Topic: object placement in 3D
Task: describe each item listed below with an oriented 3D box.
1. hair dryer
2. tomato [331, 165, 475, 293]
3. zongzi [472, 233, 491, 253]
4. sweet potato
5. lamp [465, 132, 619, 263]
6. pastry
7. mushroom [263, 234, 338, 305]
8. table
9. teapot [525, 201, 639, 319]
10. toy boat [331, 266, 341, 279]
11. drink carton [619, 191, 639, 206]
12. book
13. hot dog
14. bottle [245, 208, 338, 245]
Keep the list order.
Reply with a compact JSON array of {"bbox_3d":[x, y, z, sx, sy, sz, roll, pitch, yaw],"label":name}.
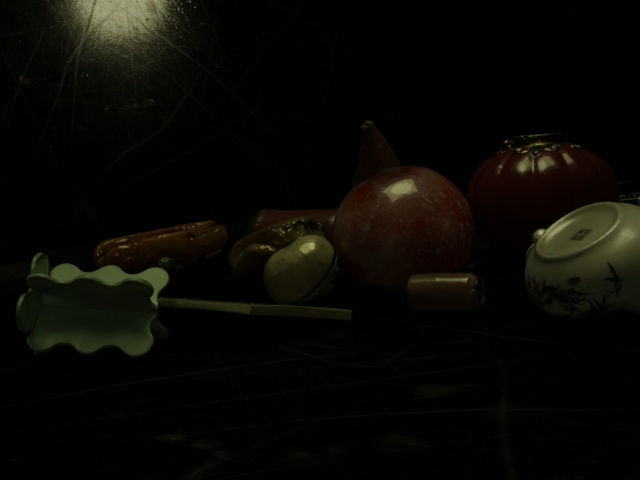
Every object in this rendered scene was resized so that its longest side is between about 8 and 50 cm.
[{"bbox_3d":[0.225,0.080,1.526,0.117,0.064,0.181,-2,2,27],"label":"hair dryer"},{"bbox_3d":[0.153,-0.024,1.740,0.270,0.227,0.270,-14,10,3],"label":"tomato"},{"bbox_3d":[0.314,-0.019,2.183,0.228,0.115,0.256,-1,-3,15],"label":"zongzi"},{"bbox_3d":[0.119,-0.090,1.919,0.131,0.337,0.131,-12,22,5],"label":"sweet potato"},{"bbox_3d":[0.444,-0.085,1.883,0.303,0.257,0.303,-5,4,0],"label":"lamp"},{"bbox_3d":[-0.081,0.018,1.947,0.229,0.100,0.218,-9,-14,-34],"label":"pastry"},{"bbox_3d":[-0.031,0.060,1.711,0.154,0.122,0.154,-41,18,17],"label":"mushroom"},{"bbox_3d":[-0.340,0.106,1.443,0.198,0.167,0.166,2,7,7],"label":"table"},{"bbox_3d":[0.398,0.037,1.370,0.208,0.166,0.299,-50,10,-12],"label":"teapot"},{"bbox_3d":[-0.022,0.068,1.906,0.149,0.047,0.049,-9,7,-20],"label":"toy boat"},{"bbox_3d":[0.618,-0.044,2.082,0.222,0.102,0.134,-5,8,24],"label":"drink carton"},{"bbox_3d":[-0.132,0.109,1.529,0.310,0.021,0.217,0,-6,45],"label":"book"},{"bbox_3d":[-0.397,0.029,2.353,0.349,0.117,0.158,-13,4,-38],"label":"hot dog"},{"bbox_3d":[0.000,0.000,2.134,0.336,0.144,0.144,1,9,33],"label":"bottle"}]
